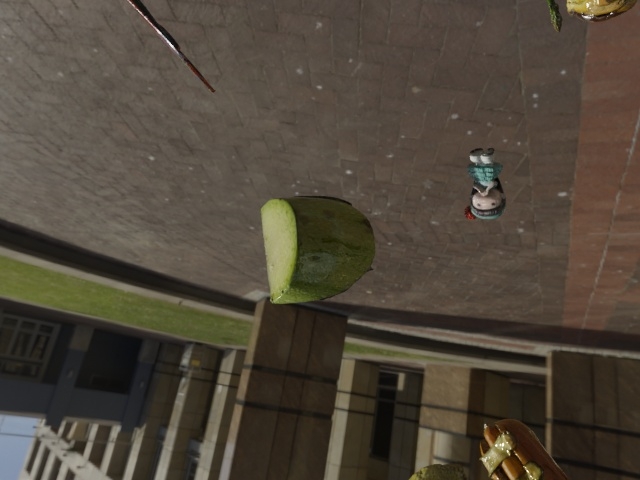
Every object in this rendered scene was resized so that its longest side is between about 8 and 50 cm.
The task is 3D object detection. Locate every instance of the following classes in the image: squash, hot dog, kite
[{"bbox_3d":[-0.004,-0.009,0.718,0.184,0.191,0.085,-10,157,-1],"label":"squash"},{"bbox_3d":[0.330,0.387,0.673,0.072,0.269,0.109,2,124,-26],"label":"hot dog"},{"bbox_3d":[-0.195,-0.258,0.550,0.234,0.016,0.321,47,-178,5],"label":"kite"}]

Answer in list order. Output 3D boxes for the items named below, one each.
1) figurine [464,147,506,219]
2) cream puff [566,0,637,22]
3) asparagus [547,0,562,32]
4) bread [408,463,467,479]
[{"bbox_3d":[0.231,-0.078,0.650,0.060,0.047,0.105,-3,119,25],"label":"figurine"},{"bbox_3d":[0.582,-0.515,0.937,0.133,0.119,0.104,33,165,39],"label":"cream puff"},{"bbox_3d":[0.405,-0.469,0.834,0.023,0.022,0.233,-35,133,24],"label":"asparagus"},{"bbox_3d":[0.141,0.345,0.516,0.125,0.156,0.086,-37,137,5],"label":"bread"}]
